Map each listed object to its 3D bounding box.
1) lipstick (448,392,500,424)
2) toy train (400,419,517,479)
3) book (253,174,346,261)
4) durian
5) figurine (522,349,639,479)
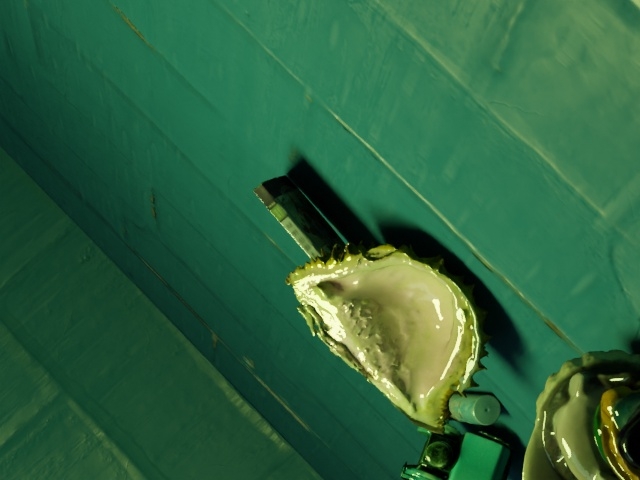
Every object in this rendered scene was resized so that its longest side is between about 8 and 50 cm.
[{"bbox_3d":[0.228,0.262,2.160,0.048,0.048,0.158,50,164,-8],"label":"lipstick"},{"bbox_3d":[0.219,0.357,2.211,0.163,0.112,0.203,20,169,6],"label":"toy train"},{"bbox_3d":[0.001,-0.001,2.030,0.231,0.026,0.157,50,-167,2],"label":"book"},{"bbox_3d":[0.130,0.097,1.872,0.305,0.185,0.195,52,138,8],"label":"durian"},{"bbox_3d":[0.347,0.207,1.483,0.185,0.204,0.332,50,158,-1],"label":"figurine"}]
